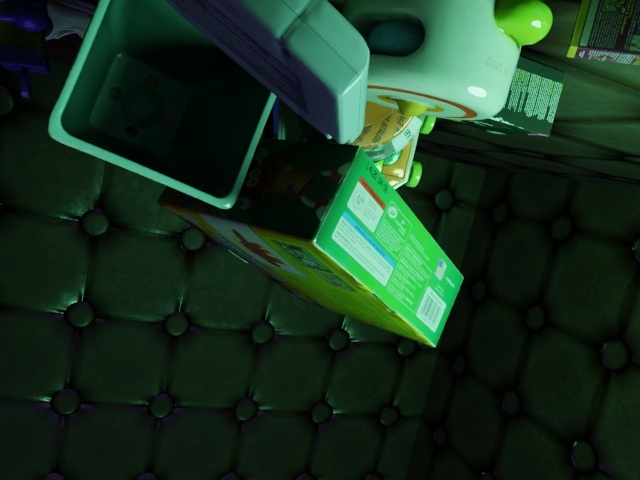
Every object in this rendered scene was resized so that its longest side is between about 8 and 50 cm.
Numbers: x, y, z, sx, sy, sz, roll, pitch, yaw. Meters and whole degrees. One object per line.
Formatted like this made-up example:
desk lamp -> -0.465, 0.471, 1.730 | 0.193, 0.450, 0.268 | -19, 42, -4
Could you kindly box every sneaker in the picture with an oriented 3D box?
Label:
sneaker -> -0.552, -0.447, 1.032 | 0.212, 0.094, 0.080 | 12, -171, -9

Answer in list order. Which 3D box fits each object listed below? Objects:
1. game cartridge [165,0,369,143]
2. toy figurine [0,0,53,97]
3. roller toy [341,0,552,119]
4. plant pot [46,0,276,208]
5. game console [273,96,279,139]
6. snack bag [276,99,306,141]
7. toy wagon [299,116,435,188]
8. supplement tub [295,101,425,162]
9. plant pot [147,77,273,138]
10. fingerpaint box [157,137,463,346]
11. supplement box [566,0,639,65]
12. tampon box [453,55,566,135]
game cartridge -> -0.074, -0.215, 0.482 | 0.294, 0.060, 0.196 | 41, -178, 5
toy figurine -> -0.399, -0.313, 0.764 | 0.191, 0.217, 0.363 | 9, -171, -27
roller toy -> 0.112, -0.206, 0.560 | 0.191, 0.146, 0.209 | 12, -172, -8
plant pot -> -0.240, -0.209, 0.769 | 0.247, 0.247, 0.252 | 23, 175, -31
game console -> -0.169, -0.365, 1.345 | 0.293, 0.173, 0.250 | 10, -171, -17
snack bag -> 0.026, -0.227, 1.205 | 0.343, 0.322, 0.037 | 6, 175, -41
toy wagon -> 0.087, -0.184, 1.099 | 0.268, 0.344, 0.068 | 12, -173, -9
supplement tub -> 0.065, -0.229, 0.873 | 0.207, 0.207, 0.338 | 13, -172, 1
plant pot -> -0.235, -0.246, 1.172 | 0.267, 0.235, 0.267 | -11, 169, 0
fingerpaint box -> 0.000, 0.000, 0.951 | 0.371, 0.163, 0.445 | 13, 161, 40
supplement box -> 0.294, -0.207, 0.513 | 0.083, 0.054, 0.043 | 16, -170, 19
tampon box -> 0.270, -0.229, 0.818 | 0.161, 0.101, 0.120 | 9, -171, -25
